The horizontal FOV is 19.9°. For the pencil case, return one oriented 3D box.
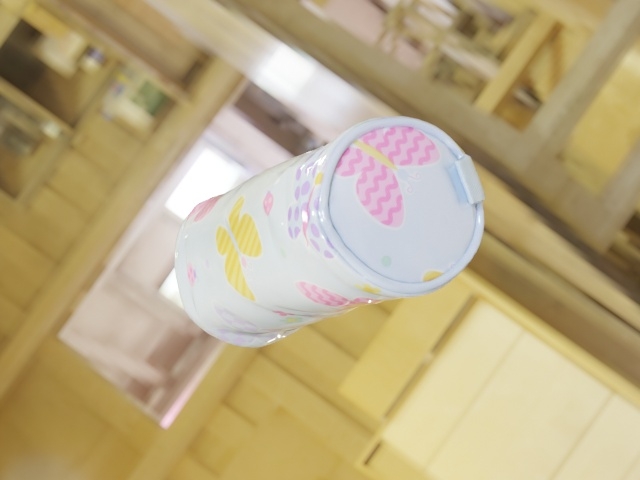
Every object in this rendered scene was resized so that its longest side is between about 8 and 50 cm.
[{"bbox_3d":[0.000,0.000,1.204,0.124,0.113,0.273,-4,172,-24],"label":"pencil case"}]
